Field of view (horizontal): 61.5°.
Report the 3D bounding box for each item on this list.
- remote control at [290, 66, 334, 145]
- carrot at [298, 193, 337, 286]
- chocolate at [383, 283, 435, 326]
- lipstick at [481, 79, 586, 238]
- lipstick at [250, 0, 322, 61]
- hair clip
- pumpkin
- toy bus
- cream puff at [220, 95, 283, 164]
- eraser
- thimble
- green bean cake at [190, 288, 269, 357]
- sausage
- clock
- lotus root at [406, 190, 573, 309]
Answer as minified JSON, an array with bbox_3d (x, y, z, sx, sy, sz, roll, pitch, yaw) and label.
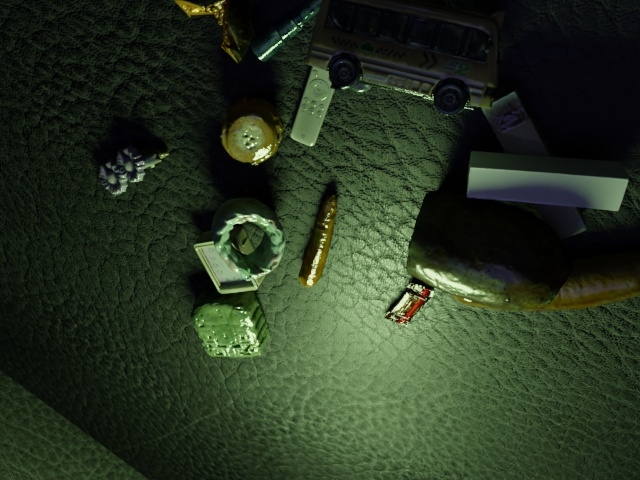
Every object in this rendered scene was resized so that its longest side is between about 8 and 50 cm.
[{"bbox_3d":[-0.008,-0.335,1.243,0.067,0.029,0.261,24,129,0],"label":"remote control"},{"bbox_3d":[0.000,0.000,1.473,0.066,0.066,0.314,19,125,4],"label":"carrot"},{"bbox_3d":[0.252,0.185,1.541,0.086,0.028,0.182,21,130,-6],"label":"chocolate"},{"bbox_3d":[0.471,-0.166,1.177,0.079,0.076,0.371,-24,115,30],"label":"lipstick"},{"bbox_3d":[-0.050,-0.471,1.144,0.234,0.053,0.053,-28,113,31],"label":"lipstick"},{"bbox_3d":[-0.536,-0.201,1.498,0.292,0.084,0.106,-18,100,34],"label":"hair clip"},{"bbox_3d":[-0.212,-0.482,1.152,0.108,0.119,0.183,-47,111,0],"label":"pumpkin"},{"bbox_3d":[0.170,-0.366,1.043,0.365,0.177,0.202,17,107,11],"label":"toy bus"},{"bbox_3d":[-0.164,-0.268,1.290,0.165,0.115,0.150,-25,122,21],"label":"cream puff"},{"bbox_3d":[0.458,-0.125,1.111,0.298,0.078,0.076,6,126,13],"label":"eraser"},{"bbox_3d":[-0.194,-0.002,1.433,0.185,0.149,0.211,-3,108,-15],"label":"thimble"},{"bbox_3d":[-0.292,0.262,1.723,0.222,0.125,0.227,-3,119,20],"label":"green bean cake"},{"bbox_3d":[0.571,0.106,1.317,0.500,0.123,0.136,-5,96,22],"label":"sausage"},{"bbox_3d":[-0.266,0.059,1.592,0.146,0.071,0.192,-8,122,23],"label":"clock"},{"bbox_3d":[0.378,0.028,1.212,0.346,0.250,0.251,22,130,17],"label":"lotus root"}]
